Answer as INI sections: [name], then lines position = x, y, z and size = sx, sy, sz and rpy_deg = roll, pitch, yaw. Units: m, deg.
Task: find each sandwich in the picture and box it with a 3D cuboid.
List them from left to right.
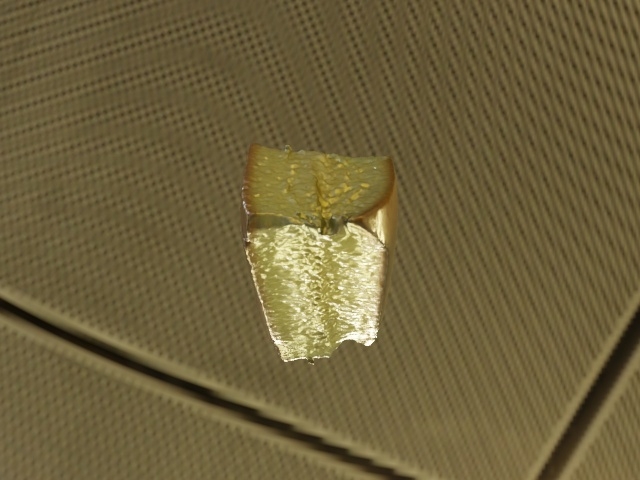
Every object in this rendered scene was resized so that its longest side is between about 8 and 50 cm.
[sandwich]
position = 0.000, 0.000, 1.209
size = 0.094, 0.258, 0.096
rpy_deg = 2, -109, 1
